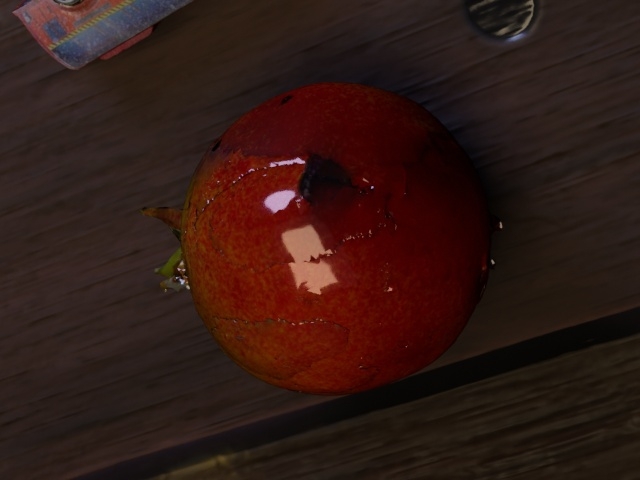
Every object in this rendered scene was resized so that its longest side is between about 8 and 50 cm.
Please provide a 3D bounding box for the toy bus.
[{"bbox_3d":[-0.116,-0.185,1.290,0.192,0.065,0.077,-27,108,26],"label":"toy bus"}]

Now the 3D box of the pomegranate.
[{"bbox_3d":[0.000,0.000,1.255,0.235,0.210,0.210,-3,111,37],"label":"pomegranate"}]
